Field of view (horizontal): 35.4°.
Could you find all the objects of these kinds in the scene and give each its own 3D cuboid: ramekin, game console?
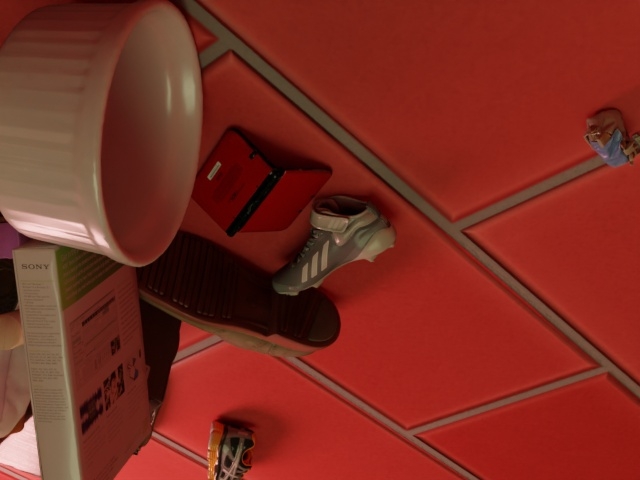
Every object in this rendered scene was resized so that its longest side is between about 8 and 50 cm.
[{"bbox_3d":[-0.232,-0.117,1.049,0.135,0.277,0.277,8,142,12],"label":"ramekin"},{"bbox_3d":[-0.079,-0.075,1.273,0.124,0.085,0.144,45,135,4],"label":"game console"}]

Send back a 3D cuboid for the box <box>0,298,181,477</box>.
[{"bbox_3d":[-0.364,0.215,1.538,0.143,0.191,0.381,29,136,-24],"label":"box"}]

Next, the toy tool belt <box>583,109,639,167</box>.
[{"bbox_3d":[0.334,-0.105,1.135,0.052,0.051,0.083,-25,131,34],"label":"toy tool belt"}]

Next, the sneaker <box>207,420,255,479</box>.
[{"bbox_3d":[-0.163,0.407,1.829,0.083,0.084,0.214,4,140,-3],"label":"sneaker"}]

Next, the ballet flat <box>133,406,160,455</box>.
[{"bbox_3d":[-0.325,0.310,1.752,0.084,0.058,0.249,12,141,-7],"label":"ballet flat"}]

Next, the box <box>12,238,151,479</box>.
[{"bbox_3d":[-0.280,0.133,1.213,0.059,0.232,0.321,1,104,10],"label":"box"}]

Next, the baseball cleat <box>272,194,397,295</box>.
[{"bbox_3d":[0.000,0.000,1.323,0.206,0.072,0.109,-26,117,29],"label":"baseball cleat"}]

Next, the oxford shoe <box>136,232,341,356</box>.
[{"bbox_3d":[-0.150,0.093,1.411,0.348,0.123,0.130,25,145,-18],"label":"oxford shoe"}]

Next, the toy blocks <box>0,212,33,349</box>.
[{"bbox_3d":[-0.442,-0.027,1.275,0.289,0.308,0.260,2,-176,8],"label":"toy blocks"}]

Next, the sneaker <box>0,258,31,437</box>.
[{"bbox_3d":[-0.441,0.135,1.422,0.106,0.290,0.123,6,170,24],"label":"sneaker"}]
